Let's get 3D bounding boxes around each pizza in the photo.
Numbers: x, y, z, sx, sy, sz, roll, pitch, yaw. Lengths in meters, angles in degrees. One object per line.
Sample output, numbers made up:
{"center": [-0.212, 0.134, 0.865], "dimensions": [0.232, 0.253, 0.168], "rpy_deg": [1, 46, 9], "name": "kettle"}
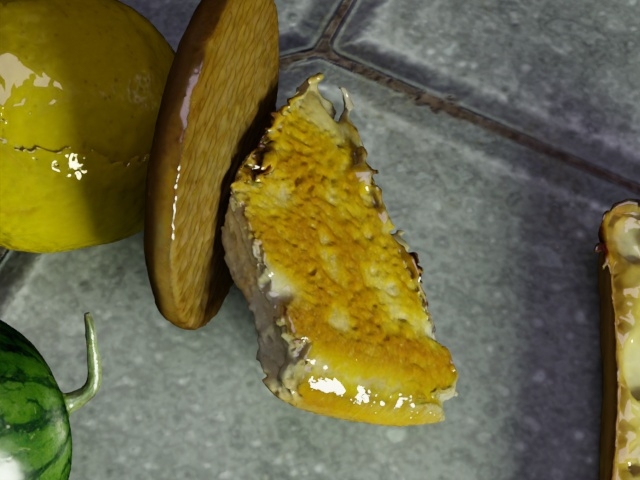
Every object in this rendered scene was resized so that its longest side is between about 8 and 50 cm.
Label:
{"center": [0.000, 0.000, 1.010], "dimensions": [0.189, 0.071, 0.297], "rpy_deg": [4, 64, -42], "name": "pizza"}

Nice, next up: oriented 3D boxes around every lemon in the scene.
{"center": [-0.201, -0.089, 0.993], "dimensions": [0.260, 0.204, 0.204], "rpy_deg": [17, 55, -38], "name": "lemon"}

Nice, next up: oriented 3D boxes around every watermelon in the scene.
{"center": [-0.247, 0.132, 0.891], "dimensions": [0.214, 0.188, 0.188], "rpy_deg": [-13, 64, -21], "name": "watermelon"}

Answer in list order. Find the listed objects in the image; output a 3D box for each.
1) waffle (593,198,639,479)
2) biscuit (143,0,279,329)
{"center": [0.342, 0.146, 0.990], "dimensions": [0.304, 0.077, 0.348], "rpy_deg": [7, 63, 0], "name": "waffle"}
{"center": [-0.077, -0.065, 0.966], "dimensions": [0.037, 0.262, 0.262], "rpy_deg": [10, 62, 10], "name": "biscuit"}
